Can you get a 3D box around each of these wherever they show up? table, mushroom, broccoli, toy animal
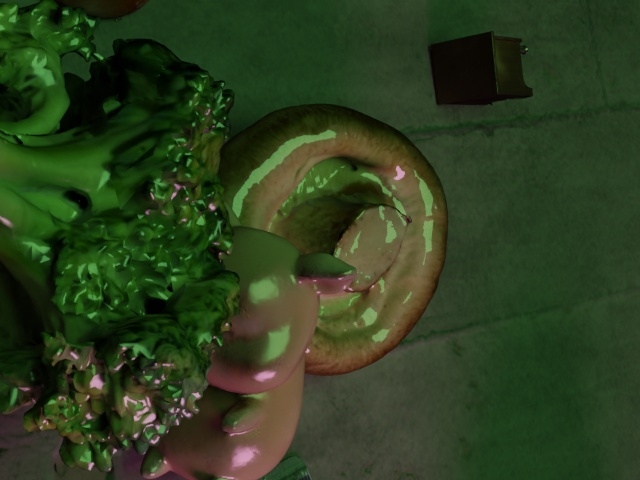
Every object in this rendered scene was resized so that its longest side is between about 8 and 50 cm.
[{"bbox_3d":[0.185,-0.191,1.882,0.082,0.083,0.070,-2,86,-50],"label":"table"},{"bbox_3d":[0.000,0.000,1.621,0.278,0.146,0.278,-5,99,-31],"label":"mushroom"},{"bbox_3d":[-0.210,-0.019,1.344,0.317,0.277,0.338,54,43,-29],"label":"broccoli"},{"bbox_3d":[-0.074,0.102,1.482,0.154,0.166,0.250,-52,160,-63],"label":"toy animal"}]

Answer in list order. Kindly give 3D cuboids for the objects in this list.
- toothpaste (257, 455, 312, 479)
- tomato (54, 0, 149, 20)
[{"bbox_3d":[0.002,0.360,1.604,0.114,0.073,0.299,-22,89,-44],"label":"toothpaste"},{"bbox_3d":[-0.181,-0.317,1.547,0.199,0.112,0.228,30,64,-37],"label":"tomato"}]
